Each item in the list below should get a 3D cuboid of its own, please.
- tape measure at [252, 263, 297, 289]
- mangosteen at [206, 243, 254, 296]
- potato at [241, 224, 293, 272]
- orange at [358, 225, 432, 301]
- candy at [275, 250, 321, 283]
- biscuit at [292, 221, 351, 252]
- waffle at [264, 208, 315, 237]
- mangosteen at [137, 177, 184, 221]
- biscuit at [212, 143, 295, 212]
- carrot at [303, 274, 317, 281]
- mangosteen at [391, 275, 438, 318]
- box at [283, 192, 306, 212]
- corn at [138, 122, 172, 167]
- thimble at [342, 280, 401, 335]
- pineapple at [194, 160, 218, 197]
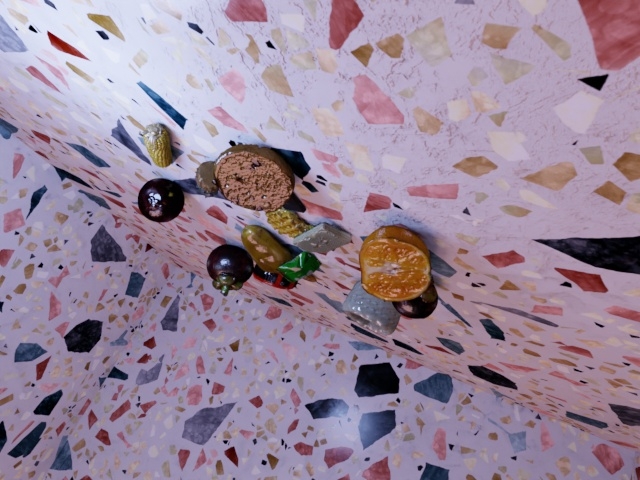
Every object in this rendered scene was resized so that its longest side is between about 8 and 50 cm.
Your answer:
[{"bbox_3d":[-0.267,0.201,2.589,0.253,0.114,0.260,23,-179,13],"label":"tape measure"},{"bbox_3d":[-0.570,0.172,2.727,0.300,0.300,0.300,23,159,9],"label":"mangosteen"},{"bbox_3d":[-0.282,0.049,2.275,0.195,0.176,0.369,44,174,49],"label":"potato"},{"bbox_3d":[0.264,0.092,1.574,0.274,0.274,0.310,5,107,45],"label":"orange"},{"bbox_3d":[-0.108,0.140,2.254,0.141,0.203,0.078,51,-165,-23],"label":"candy"},{"bbox_3d":[0.000,0.000,1.866,0.150,0.052,0.252,26,152,-27],"label":"biscuit"},{"bbox_3d":[-0.125,-0.066,1.945,0.291,0.051,0.291,23,161,8],"label":"waffle"},{"bbox_3d":[-0.797,-0.204,2.230,0.228,0.228,0.265,28,-170,-3],"label":"mangosteen"},{"bbox_3d":[-0.232,-0.220,1.552,0.296,0.075,0.296,4,136,4],"label":"biscuit"},{"bbox_3d":[-0.159,0.167,2.528,0.314,0.066,0.066,30,160,-8],"label":"carrot"},{"bbox_3d":[0.393,0.225,1.823,0.210,0.210,0.210,23,159,9],"label":"mangosteen"},{"bbox_3d":[-0.131,-0.161,1.765,0.125,0.027,0.126,15,158,36],"label":"box"},{"bbox_3d":[-0.657,-0.373,1.786,0.106,0.106,0.293,28,160,-2],"label":"corn"},{"bbox_3d":[0.272,0.342,2.238,0.291,0.195,0.291,27,164,9],"label":"thimble"},{"bbox_3d":[-0.466,-0.246,1.833,0.128,0.128,0.248,32,163,-13],"label":"pineapple"}]
